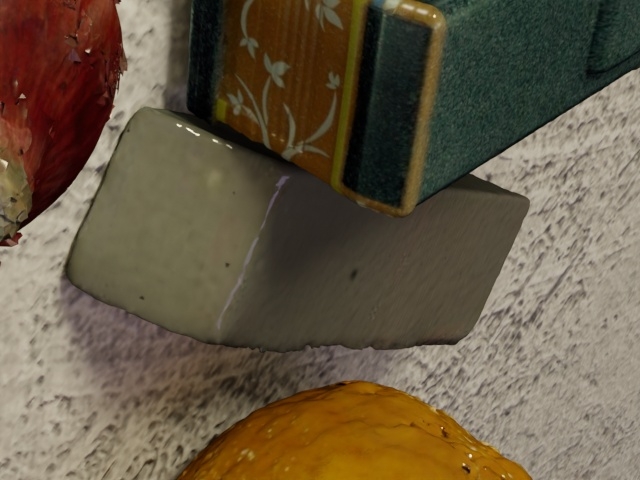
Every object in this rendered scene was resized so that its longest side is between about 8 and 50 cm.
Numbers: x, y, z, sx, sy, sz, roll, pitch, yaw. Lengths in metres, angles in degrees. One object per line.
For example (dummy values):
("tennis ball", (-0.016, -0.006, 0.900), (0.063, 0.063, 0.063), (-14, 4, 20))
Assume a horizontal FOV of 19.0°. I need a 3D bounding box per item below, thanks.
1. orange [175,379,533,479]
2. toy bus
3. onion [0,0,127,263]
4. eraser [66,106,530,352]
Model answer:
("orange", (0.030, 0.261, 1.168), (0.293, 0.340, 0.340), (-46, 150, -12))
("toy bus", (0.076, -0.140, 1.010), (0.275, 0.167, 0.138), (-32, 142, -40))
("onion", (-0.151, -0.056, 0.760), (0.184, 0.147, 0.184), (-26, 142, -22))
("eraser", (-0.001, 0.000, 1.126), (0.352, 0.077, 0.111), (5, 111, -58))
